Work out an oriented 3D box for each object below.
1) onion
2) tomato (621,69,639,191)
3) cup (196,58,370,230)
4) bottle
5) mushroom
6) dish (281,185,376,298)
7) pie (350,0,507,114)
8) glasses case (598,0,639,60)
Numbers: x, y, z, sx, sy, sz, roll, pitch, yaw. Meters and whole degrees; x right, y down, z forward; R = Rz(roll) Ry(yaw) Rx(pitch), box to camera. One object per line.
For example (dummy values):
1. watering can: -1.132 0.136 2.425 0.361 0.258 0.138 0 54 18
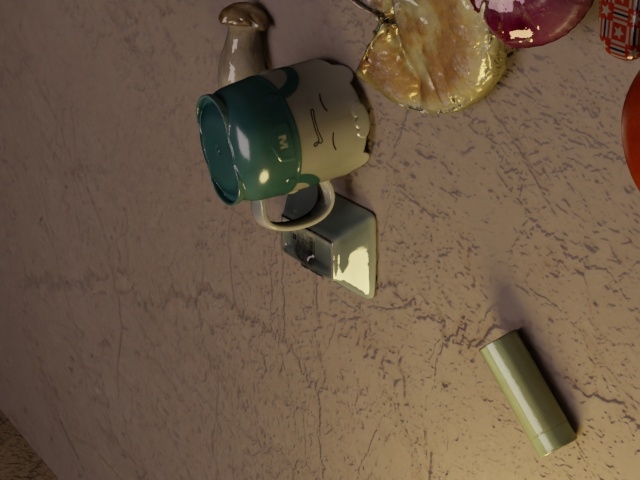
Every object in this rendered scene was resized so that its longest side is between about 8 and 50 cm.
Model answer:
1. onion: 0.286 -0.375 1.697 0.200 0.200 0.207 128 142 -52
2. tomato: 0.483 -0.129 1.490 0.224 0.255 0.256 -163 58 -70
3. cup: -0.066 -0.161 2.237 0.219 0.257 0.290 13 118 57
4. bottle: 0.337 0.249 2.053 0.202 0.072 0.072 61 146 11
5. mushroom: -0.147 -0.344 2.393 0.097 0.088 0.213 29 124 31
6. dish: 0.000 0.000 2.385 0.243 0.080 0.182 30 131 44
7. pie: 0.156 -0.331 1.927 0.337 0.075 0.338 26 140 24
8. glasses case: 0.407 -0.334 1.652 0.073 0.049 0.195 32 132 43
